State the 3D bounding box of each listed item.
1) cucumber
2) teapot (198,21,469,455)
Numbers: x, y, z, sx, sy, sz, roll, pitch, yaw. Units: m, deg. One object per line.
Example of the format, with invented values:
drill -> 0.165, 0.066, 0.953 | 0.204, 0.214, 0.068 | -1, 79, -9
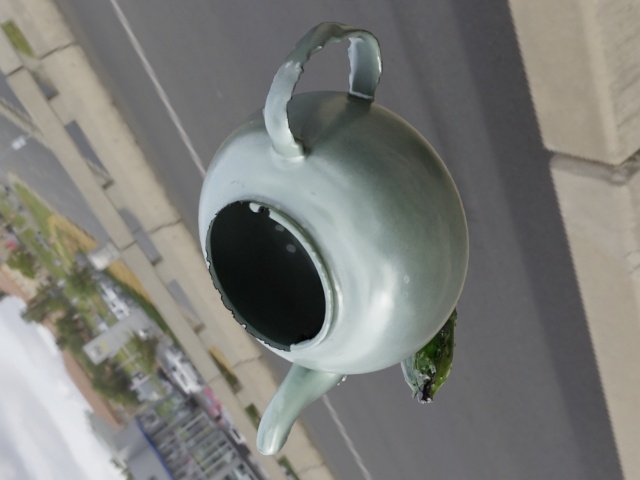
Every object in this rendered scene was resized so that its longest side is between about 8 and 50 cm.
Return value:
cucumber -> 0.106, 0.053, 0.858 | 0.069, 0.069, 0.227 | 81, -167, -62
teapot -> 0.000, 0.000, 0.577 | 0.193, 0.129, 0.294 | 23, 128, 30
